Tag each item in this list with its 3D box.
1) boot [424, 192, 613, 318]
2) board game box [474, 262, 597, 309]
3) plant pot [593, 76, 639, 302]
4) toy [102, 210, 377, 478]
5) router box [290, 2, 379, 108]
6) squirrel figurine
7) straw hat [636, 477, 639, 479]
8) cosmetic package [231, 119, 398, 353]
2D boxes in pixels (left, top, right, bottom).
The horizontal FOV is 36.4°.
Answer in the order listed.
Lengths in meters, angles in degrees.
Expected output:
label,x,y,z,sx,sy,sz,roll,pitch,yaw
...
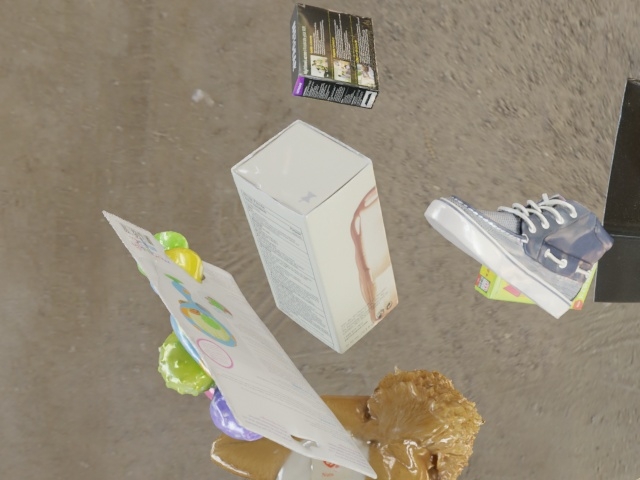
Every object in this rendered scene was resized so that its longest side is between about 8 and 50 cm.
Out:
label,x,y,z,sx,sy,sz,roll,pitch,yaw
boot,0.160,-0.010,0.771,0.086,0.190,0.069,-54,45,4
board game box,0.334,0.049,1.497,0.043,0.181,0.092,43,120,58
plant pot,0.390,-0.039,1.033,0.167,0.187,0.188,8,66,16
toy,-0.072,0.079,0.668,0.056,0.137,0.237,-48,45,11
router box,0.021,-0.297,1.562,0.133,0.046,0.179,9,51,-14
squirrel figurine,0.080,0.366,1.412,0.397,0.370,0.281,-38,56,-12
straw hat,0.260,0.230,0.679,0.144,0.061,0.144,0,71,1
cosmetic package,0.000,0.000,1.354,0.129,0.296,0.153,-40,53,-21
